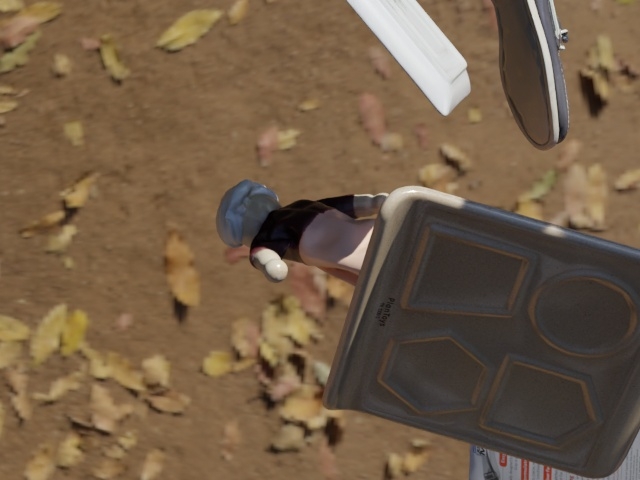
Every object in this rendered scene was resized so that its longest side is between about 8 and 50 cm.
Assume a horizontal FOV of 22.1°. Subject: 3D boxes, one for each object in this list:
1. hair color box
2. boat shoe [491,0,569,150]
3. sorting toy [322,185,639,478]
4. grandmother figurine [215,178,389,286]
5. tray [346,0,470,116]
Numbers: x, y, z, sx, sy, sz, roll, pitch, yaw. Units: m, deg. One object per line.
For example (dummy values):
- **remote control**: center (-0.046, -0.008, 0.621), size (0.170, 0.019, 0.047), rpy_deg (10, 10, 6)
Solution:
- **hair color box**: center (0.208, 0.175, 1.369), size (0.053, 0.167, 0.093), rpy_deg (-18, 111, -56)
- **boat shoe**: center (0.189, -0.181, 1.395), size (0.065, 0.075, 0.206), rpy_deg (-11, 87, -25)
- **sorting toy**: center (0.120, 0.059, 1.041), size (0.208, 0.193, 0.038), rpy_deg (13, 40, -3)
- **grandmother figurine**: center (0.000, 0.000, 1.966), size (0.208, 0.342, 0.104), rpy_deg (-20, 117, -42)
- **tray**: center (0.076, -0.262, 1.821), size (0.270, 0.030, 0.145), rpy_deg (50, 24, -2)
